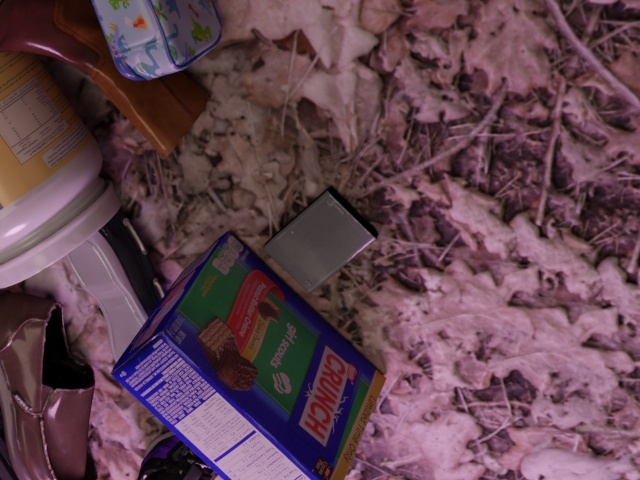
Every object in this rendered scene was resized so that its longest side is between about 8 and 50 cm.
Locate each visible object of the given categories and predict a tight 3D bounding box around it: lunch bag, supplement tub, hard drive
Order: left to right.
[{"bbox_3d":[-0.436,-0.129,1.692,0.241,0.241,0.331,-26,107,25],"label":"supplement tub"},{"bbox_3d":[-0.208,-0.312,1.579,0.090,0.176,0.219,-12,111,26],"label":"lunch bag"},{"bbox_3d":[0.000,0.000,1.770,0.094,0.022,0.135,44,118,-10],"label":"hard drive"}]

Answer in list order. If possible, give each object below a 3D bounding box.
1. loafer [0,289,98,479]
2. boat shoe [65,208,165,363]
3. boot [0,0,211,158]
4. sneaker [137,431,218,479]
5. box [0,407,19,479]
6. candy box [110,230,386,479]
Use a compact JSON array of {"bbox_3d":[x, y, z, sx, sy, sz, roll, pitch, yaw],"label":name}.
[{"bbox_3d":[-0.399,0.243,1.936,0.130,0.134,0.366,-7,115,18],"label":"loafer"},{"bbox_3d":[-0.257,0.096,1.848,0.114,0.091,0.302,0,121,37],"label":"boat shoe"},{"bbox_3d":[-0.289,-0.205,1.606,0.096,0.264,0.280,-35,102,31],"label":"boot"},{"bbox_3d":[-0.168,0.313,1.905,0.102,0.146,0.293,44,119,-10],"label":"sneaker"},{"bbox_3d":[-0.534,0.267,1.956,0.103,0.184,0.261,-18,111,25],"label":"box"},{"bbox_3d":[-0.086,0.185,1.747,0.317,0.268,0.122,45,122,-11],"label":"candy box"}]
